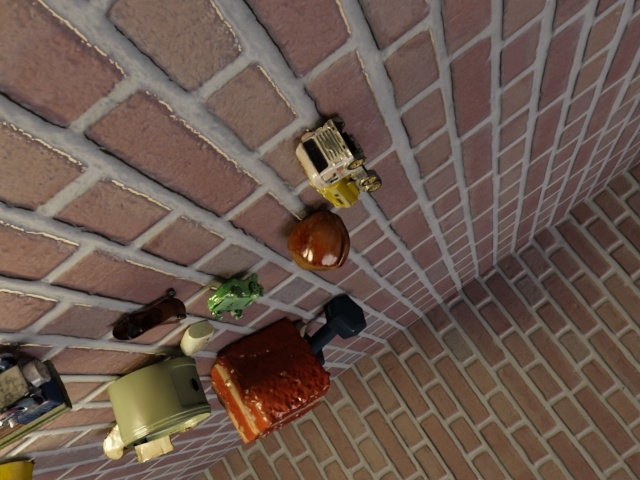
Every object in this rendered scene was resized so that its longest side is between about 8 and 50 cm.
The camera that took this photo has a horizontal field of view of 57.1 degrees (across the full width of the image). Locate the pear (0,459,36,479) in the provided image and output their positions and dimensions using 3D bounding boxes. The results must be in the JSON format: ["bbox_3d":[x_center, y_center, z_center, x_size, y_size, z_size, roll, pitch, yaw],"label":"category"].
[{"bbox_3d":[-0.827,0.685,1.480,0.267,0.178,0.267,-26,158,-11],"label":"pear"}]

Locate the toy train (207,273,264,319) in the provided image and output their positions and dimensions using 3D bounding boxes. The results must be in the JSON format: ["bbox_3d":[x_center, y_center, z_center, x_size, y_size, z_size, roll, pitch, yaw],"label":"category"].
[{"bbox_3d":[-0.193,0.122,1.339,0.099,0.081,0.149,-43,153,24],"label":"toy train"}]

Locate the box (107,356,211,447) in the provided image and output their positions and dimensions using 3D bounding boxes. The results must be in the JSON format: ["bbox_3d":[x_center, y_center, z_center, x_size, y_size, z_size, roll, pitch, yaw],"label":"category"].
[{"bbox_3d":[-0.404,0.408,1.490,0.226,0.149,0.226,-22,162,-7],"label":"box"}]

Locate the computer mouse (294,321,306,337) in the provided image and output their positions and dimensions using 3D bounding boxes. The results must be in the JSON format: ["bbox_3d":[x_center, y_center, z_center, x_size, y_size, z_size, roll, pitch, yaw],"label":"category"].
[{"bbox_3d":[-0.078,0.303,1.955,0.096,0.039,0.066,-35,140,-69],"label":"computer mouse"}]

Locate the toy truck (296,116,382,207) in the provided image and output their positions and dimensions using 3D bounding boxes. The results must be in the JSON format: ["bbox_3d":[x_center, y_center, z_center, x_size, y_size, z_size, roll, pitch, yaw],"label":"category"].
[{"bbox_3d":[0.033,-0.129,1.079,0.114,0.098,0.227,-31,162,8],"label":"toy truck"}]

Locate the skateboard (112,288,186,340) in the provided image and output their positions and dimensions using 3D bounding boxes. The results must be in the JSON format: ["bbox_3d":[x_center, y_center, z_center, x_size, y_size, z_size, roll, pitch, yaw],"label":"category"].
[{"bbox_3d":[-0.352,0.164,1.215,0.151,0.067,0.080,-24,168,-14],"label":"skateboard"}]

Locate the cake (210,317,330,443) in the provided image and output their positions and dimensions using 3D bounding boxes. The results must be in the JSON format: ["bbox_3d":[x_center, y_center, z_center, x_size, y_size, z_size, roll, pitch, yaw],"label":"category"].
[{"bbox_3d":[-0.168,0.458,1.856,0.270,0.269,0.319,-22,156,-32],"label":"cake"}]

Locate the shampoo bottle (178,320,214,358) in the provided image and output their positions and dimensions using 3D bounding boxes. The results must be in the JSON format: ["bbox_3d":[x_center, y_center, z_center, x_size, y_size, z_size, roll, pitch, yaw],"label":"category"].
[{"bbox_3d":[-0.321,0.263,1.494,0.077,0.045,0.152,-18,153,-38],"label":"shampoo bottle"}]

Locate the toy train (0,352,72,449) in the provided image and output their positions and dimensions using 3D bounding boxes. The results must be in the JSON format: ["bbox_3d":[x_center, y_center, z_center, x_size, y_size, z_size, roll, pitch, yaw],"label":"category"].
[{"bbox_3d":[-0.611,0.311,1.043,0.300,0.131,0.202,-29,167,-14],"label":"toy train"}]

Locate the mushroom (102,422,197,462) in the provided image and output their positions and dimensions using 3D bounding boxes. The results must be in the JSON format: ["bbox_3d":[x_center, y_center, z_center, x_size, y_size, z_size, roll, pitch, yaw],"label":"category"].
[{"bbox_3d":[-0.504,0.572,1.788,0.286,0.156,0.151,-19,170,-9],"label":"mushroom"}]

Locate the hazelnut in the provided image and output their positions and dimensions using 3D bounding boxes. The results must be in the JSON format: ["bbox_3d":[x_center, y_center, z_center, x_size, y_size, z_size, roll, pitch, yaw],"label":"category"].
[{"bbox_3d":[0.000,0.000,1.296,0.143,0.143,0.154,-36,168,5],"label":"hazelnut"}]

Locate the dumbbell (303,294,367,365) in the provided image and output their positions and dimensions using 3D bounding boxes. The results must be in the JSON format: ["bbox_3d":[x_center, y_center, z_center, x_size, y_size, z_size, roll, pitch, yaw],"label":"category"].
[{"bbox_3d":[0.014,0.330,2.044,0.144,0.156,0.316,23,125,-32],"label":"dumbbell"}]
